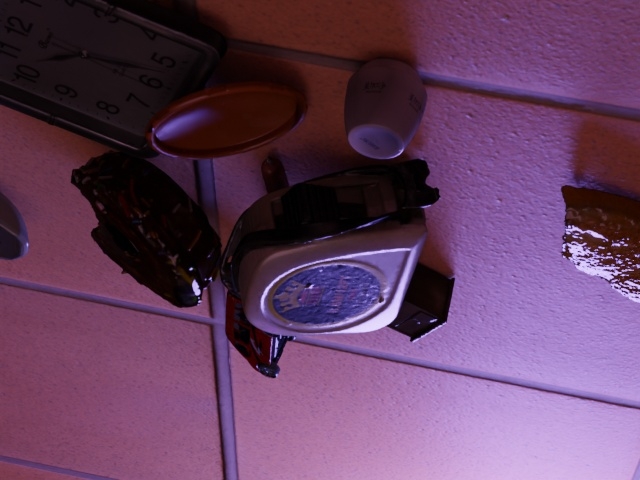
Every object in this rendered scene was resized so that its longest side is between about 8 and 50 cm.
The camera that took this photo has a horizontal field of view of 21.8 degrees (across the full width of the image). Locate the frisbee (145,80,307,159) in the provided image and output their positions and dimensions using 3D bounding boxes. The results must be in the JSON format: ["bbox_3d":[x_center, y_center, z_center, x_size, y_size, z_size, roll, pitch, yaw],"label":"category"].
[{"bbox_3d":[-0.110,-0.147,1.928,0.192,0.035,0.192,-11,161,-4],"label":"frisbee"}]

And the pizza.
[{"bbox_3d":[0.380,0.012,2.008,0.271,0.056,0.134,24,145,-18],"label":"pizza"}]

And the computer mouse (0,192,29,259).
[{"bbox_3d":[-0.466,-0.046,2.257,0.089,0.056,0.182,-24,126,38],"label":"computer mouse"}]

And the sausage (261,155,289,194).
[{"bbox_3d":[-0.047,-0.040,2.121,0.029,0.029,0.223,6,147,13],"label":"sausage"}]

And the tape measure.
[{"bbox_3d":[0.000,0.000,2.043,0.232,0.133,0.271,0,147,-13],"label":"tape measure"}]

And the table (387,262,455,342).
[{"bbox_3d":[0.117,0.076,2.201,0.082,0.070,0.083,26,147,-19],"label":"table"}]

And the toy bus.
[{"bbox_3d":[-0.084,0.114,2.337,0.089,0.081,0.195,20,150,9],"label":"toy bus"}]

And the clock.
[{"bbox_3d":[-0.270,-0.213,1.916,0.279,0.049,0.273,22,147,-14],"label":"clock"}]

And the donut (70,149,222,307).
[{"bbox_3d":[-0.212,-0.019,2.103,0.216,0.096,0.230,31,155,33],"label":"donut"}]

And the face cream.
[{"bbox_3d":[0.070,-0.146,1.842,0.091,0.095,0.091,10,148,6],"label":"face cream"}]
